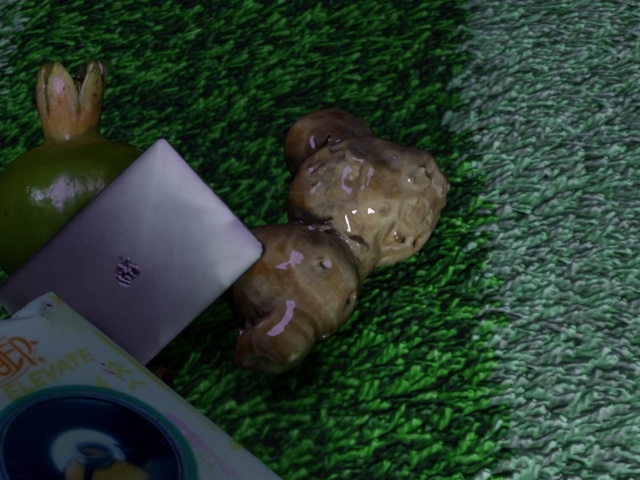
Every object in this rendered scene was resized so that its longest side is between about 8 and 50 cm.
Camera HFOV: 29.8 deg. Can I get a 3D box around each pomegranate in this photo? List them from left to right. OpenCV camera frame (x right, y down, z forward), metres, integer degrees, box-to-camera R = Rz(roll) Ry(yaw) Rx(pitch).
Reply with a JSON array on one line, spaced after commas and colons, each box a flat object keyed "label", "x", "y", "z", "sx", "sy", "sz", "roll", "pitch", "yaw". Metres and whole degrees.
[{"label": "pomegranate", "x": -0.297, "y": -0.072, "z": 1.483, "sx": 0.235, "sy": 0.302, "sz": 0.236, "roll": -3, "pitch": 11, "yaw": 1}]

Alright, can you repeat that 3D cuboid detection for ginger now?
[{"label": "ginger", "x": 0.000, "y": 0.000, "z": 1.436, "sx": 0.256, "sy": 0.176, "sz": 0.375, "roll": 8, "pitch": 56, "yaw": 40}]

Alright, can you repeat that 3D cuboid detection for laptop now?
[{"label": "laptop", "x": -0.216, "y": 0.036, "z": 1.356, "sx": 0.269, "sy": 0.015, "sz": 0.188, "roll": -43, "pitch": 78, "yaw": 0}]

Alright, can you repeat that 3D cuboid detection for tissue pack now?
[{"label": "tissue pack", "x": -0.238, "y": 0.244, "z": 1.157, "sx": 0.388, "sy": 0.162, "sz": 0.287, "roll": 35, "pitch": 34, "yaw": 22}]

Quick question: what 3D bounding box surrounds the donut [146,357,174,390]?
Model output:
[{"label": "donut", "x": -0.280, "y": 0.197, "z": 1.397, "sx": 0.217, "sy": 0.085, "sz": 0.141, "roll": 9, "pitch": 58, "yaw": 19}]
